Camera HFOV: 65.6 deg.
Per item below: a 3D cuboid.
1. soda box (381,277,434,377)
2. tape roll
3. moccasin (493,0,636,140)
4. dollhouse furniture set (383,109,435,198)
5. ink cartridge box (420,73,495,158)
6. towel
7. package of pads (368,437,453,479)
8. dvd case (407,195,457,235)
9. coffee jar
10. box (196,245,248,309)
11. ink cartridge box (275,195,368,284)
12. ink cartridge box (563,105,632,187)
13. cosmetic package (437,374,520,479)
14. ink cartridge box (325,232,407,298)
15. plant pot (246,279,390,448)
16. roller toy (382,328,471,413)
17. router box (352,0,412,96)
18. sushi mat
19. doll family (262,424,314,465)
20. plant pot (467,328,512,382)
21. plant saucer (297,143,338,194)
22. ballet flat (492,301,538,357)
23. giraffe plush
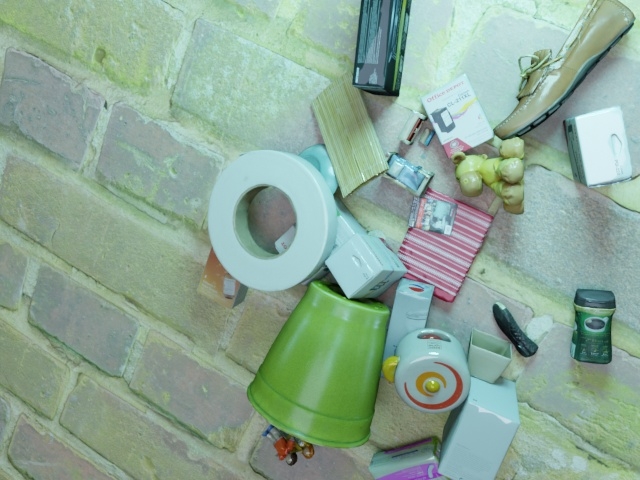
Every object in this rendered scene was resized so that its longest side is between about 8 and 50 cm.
[{"bbox_3d":[0.241,0.257,1.395,0.097,0.091,0.287,14,113,15],"label":"soda box"},{"bbox_3d":[-0.141,-0.055,1.379,0.391,0.072,0.393,3,97,25],"label":"tape roll"},{"bbox_3d":[0.540,-0.400,1.161,0.147,0.139,0.380,41,109,7],"label":"moccasin"},{"bbox_3d":[0.251,-0.225,1.294,0.129,0.129,0.184,31,108,10],"label":"dollhouse furniture set"},{"bbox_3d":[0.350,-0.315,1.274,0.127,0.072,0.175,-26,93,21],"label":"ink cartridge box"},{"bbox_3d":[0.328,0.017,1.371,0.198,0.031,0.275,26,106,14],"label":"towel"},{"bbox_3d":[0.312,0.758,1.486,0.229,0.101,0.297,-25,93,22],"label":"package of pads"},{"bbox_3d":[0.302,-0.067,1.345,0.119,0.013,0.087,13,102,19],"label":"dvd case"},{"bbox_3d":[0.693,0.215,1.265,0.096,0.079,0.185,3,103,21],"label":"coffee jar"},{"bbox_3d":[-0.289,0.105,1.553,0.130,0.091,0.171,25,107,12],"label":"box"},{"bbox_3d":[0.000,0.000,1.423,0.219,0.092,0.160,-42,71,21],"label":"ink cartridge box"},{"bbox_3d":[0.623,-0.213,1.129,0.092,0.218,0.159,-12,97,20],"label":"ink cartridge box"},{"bbox_3d":[0.423,0.495,1.331,0.138,0.224,0.225,19,106,14],"label":"cosmetic package"},{"bbox_3d":[0.126,0.071,1.350,0.127,0.176,0.128,-43,65,20],"label":"ink cartridge box"},{"bbox_3d":[0.027,0.312,1.384,0.366,0.366,0.354,21,94,13],"label":"plant pot"},{"bbox_3d":[0.284,0.338,1.283,0.191,0.146,0.209,-42,100,20],"label":"roller toy"},{"bbox_3d":[0.157,-0.518,1.206,0.080,0.243,0.309,10,103,16],"label":"router box"},{"bbox_3d":[0.073,-0.286,1.325,0.151,0.019,0.317,-30,67,34],"label":"sushi mat"},{"bbox_3d":[-0.048,0.589,1.570,0.163,0.118,0.263,41,106,25],"label":"doll family"},{"bbox_3d":[0.449,0.320,1.352,0.109,0.109,0.097,18,109,14],"label":"plant pot"},{"bbox_3d":[-0.031,-0.184,1.394,0.194,0.037,0.195,-11,71,35],"label":"plant saucer"},{"bbox_3d":[0.525,0.238,1.350,0.049,0.057,0.173,-34,90,-20],"label":"ballet flat"},{"bbox_3d":[0.413,-0.167,1.231,0.170,0.210,0.182,0,125,23],"label":"giraffe plush"}]
